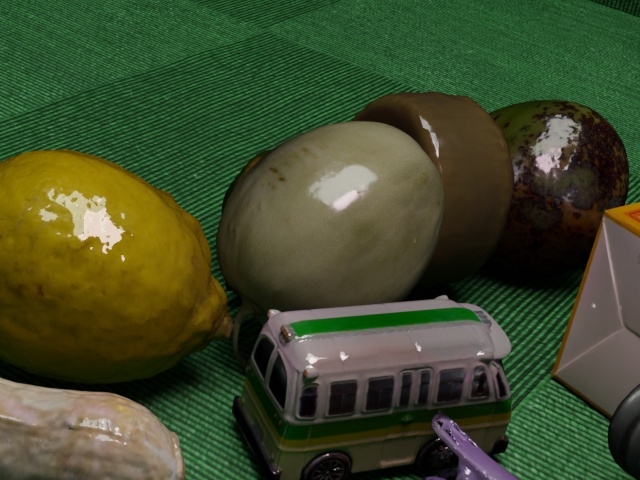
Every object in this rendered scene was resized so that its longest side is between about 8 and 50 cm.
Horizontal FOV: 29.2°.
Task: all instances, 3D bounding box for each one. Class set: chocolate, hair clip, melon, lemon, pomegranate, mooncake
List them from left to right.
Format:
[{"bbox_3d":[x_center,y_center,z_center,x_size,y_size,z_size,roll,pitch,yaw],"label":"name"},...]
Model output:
[{"bbox_3d":[-0.288,0.204,1.241,0.309,0.134,0.134,13,28,0],"label":"chocolate"},{"bbox_3d":[-0.276,0.033,1.417,0.316,0.285,0.285,9,25,28],"label":"lemon"},{"bbox_3d":[0.011,-0.010,1.507,0.272,0.272,0.308,26,48,26],"label":"melon"},{"bbox_3d":[0.145,-0.070,1.739,0.155,0.284,0.284,0,30,-28],"label":"mooncake"},{"bbox_3d":[0.224,0.294,1.322,0.278,0.090,0.137,34,21,19],"label":"hair clip"},{"bbox_3d":[0.365,-0.057,1.860,0.340,0.285,0.285,27,19,-30],"label":"pomegranate"}]

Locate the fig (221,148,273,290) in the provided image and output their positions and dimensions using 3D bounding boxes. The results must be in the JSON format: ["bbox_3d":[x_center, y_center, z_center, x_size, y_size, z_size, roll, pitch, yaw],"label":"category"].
[{"bbox_3d":[-0.056,-0.014,1.706,0.195,0.195,0.245,17,62,11],"label":"fig"}]

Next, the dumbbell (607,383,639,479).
[{"bbox_3d":[0.434,0.289,1.266,0.179,0.179,0.406,2,37,-17],"label":"dumbbell"}]

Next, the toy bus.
[{"bbox_3d":[0.072,0.161,1.397,0.305,0.179,0.143,-3,31,-24],"label":"toy bus"}]

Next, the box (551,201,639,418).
[{"bbox_3d":[0.488,0.116,1.547,0.214,0.259,0.283,-14,38,-37],"label":"box"}]
